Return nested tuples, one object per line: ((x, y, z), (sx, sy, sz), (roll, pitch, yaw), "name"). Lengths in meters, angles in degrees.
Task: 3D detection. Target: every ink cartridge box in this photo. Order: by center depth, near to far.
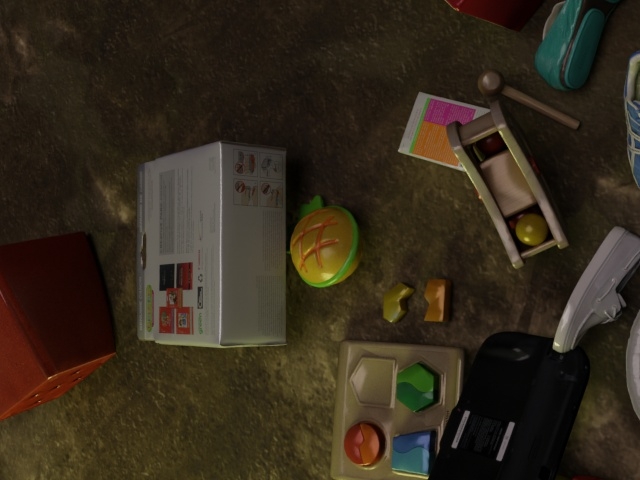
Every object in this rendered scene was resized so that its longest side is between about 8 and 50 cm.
((-0.182, 0.013, 1.597), (0.272, 0.130, 0.309), (-4, 84, 52), "ink cartridge box")

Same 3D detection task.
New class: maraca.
((0.000, 0.000, 1.522), (0.127, 0.099, 0.186), (-56, 36, 6), "maraca")

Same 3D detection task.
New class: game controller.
((0.238, 0.267, 1.304), (0.166, 0.067, 0.319), (3, 61, 48), "game controller")

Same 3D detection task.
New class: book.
((0.195, -0.154, 1.439), (0.144, 0.035, 0.096), (21, 97, 31), "book")

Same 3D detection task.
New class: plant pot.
((-0.527, 0.164, 1.770), (0.267, 0.267, 0.235), (-37, 81, 26), "plant pot")

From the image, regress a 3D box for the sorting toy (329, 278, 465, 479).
((0.108, 0.208, 1.452), (0.229, 0.041, 0.307), (-1, 82, 38), "sorting toy")

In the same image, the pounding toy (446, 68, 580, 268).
((0.269, -0.114, 1.304), (0.155, 0.154, 0.269), (-26, 81, 18), "pounding toy")

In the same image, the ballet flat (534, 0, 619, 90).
((0.352, -0.323, 1.321), (0.087, 0.083, 0.247), (33, 103, 45), "ballet flat")

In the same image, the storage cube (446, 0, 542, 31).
((0.227, -0.423, 1.331), (0.183, 0.215, 0.193), (50, 119, 24), "storage cube")

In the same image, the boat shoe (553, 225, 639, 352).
((0.366, 0.072, 1.281), (0.063, 0.066, 0.184), (29, 76, 23), "boat shoe")

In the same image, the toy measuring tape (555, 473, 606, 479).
((0.291, 0.347, 1.298), (0.330, 0.121, 0.121), (16, 96, 33), "toy measuring tape")

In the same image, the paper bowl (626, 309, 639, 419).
((0.501, 0.149, 1.155), (0.284, 0.148, 0.284), (-3, 85, 34), "paper bowl")

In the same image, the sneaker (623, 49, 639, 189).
((0.420, -0.143, 1.262), (0.080, 0.081, 0.211), (-12, 82, 30), "sneaker")
